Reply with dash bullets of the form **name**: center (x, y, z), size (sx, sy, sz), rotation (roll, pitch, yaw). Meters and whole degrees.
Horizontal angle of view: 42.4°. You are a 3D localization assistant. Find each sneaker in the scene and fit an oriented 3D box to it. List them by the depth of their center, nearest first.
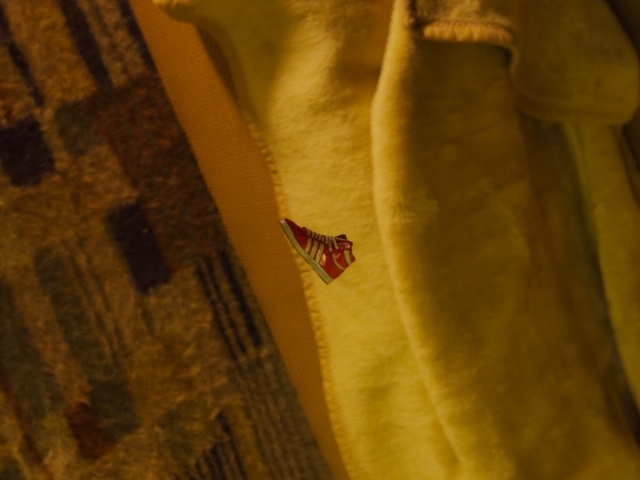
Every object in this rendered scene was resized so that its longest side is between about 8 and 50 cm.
- **sneaker**: center (0.000, 0.000, 1.135), size (0.118, 0.067, 0.042), rotation (49, 8, -24)
